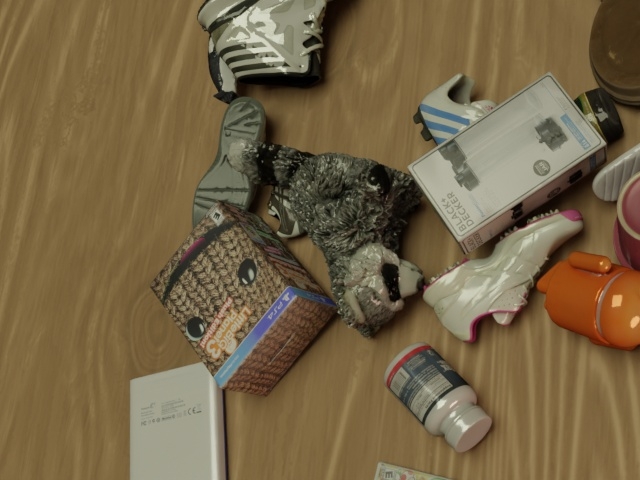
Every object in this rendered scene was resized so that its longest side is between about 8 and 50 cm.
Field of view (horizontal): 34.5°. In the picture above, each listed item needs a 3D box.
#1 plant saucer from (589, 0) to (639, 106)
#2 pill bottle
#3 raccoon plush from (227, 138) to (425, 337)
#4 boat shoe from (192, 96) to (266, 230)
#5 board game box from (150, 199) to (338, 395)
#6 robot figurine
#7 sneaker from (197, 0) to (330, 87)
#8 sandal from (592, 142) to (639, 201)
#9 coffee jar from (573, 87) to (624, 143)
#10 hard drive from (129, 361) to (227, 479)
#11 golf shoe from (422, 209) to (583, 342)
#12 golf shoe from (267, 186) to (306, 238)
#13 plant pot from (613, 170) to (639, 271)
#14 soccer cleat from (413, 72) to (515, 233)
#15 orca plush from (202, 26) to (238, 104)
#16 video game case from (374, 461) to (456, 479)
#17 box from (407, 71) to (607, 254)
[{"bbox_3d":[0.567,-0.367,1.764,0.278,0.041,0.278,-26,57,46],"label":"plant saucer"},{"bbox_3d":[0.201,0.268,1.746,0.108,0.108,0.180,-48,56,5],"label":"pill bottle"},{"bbox_3d":[0.000,0.000,1.925,0.446,0.216,0.299,13,84,38],"label":"raccoon plush"},{"bbox_3d":[-0.179,-0.135,2.139,0.118,0.103,0.321,11,82,13],"label":"boat shoe"},{"bbox_3d":[-0.151,0.110,1.972,0.232,0.141,0.291,-51,55,13],"label":"board game box"},{"bbox_3d":[0.451,0.098,1.641,0.219,0.128,0.158,19,104,54],"label":"robot figurine"},{"bbox_3d":[-0.009,-0.472,2.161,0.447,0.169,0.258,-29,85,3],"label":"sneaker"},{"bbox_3d":[0.563,-0.163,1.709,0.265,0.102,0.076,-28,37,11],"label":"sandal"},{"bbox_3d":[0.432,-0.191,1.810,0.184,0.079,0.096,-25,61,19],"label":"coffee jar"},{"bbox_3d":[-0.279,0.409,2.006,0.210,0.040,0.319,-16,64,24],"label":"hard drive"},{"bbox_3d":[0.330,0.062,1.767,0.306,0.115,0.140,-34,73,17],"label":"golf shoe"},{"bbox_3d":[-0.075,-0.095,2.066,0.093,0.077,0.198,-28,59,18],"label":"golf shoe"},{"bbox_3d":[0.550,-0.027,1.618,0.201,0.180,0.201,-12,65,27],"label":"plant pot"},{"bbox_3d":[0.282,-0.167,1.856,0.143,0.116,0.331,-43,54,25],"label":"soccer cleat"},{"bbox_3d":[-0.189,-0.401,2.265,0.151,0.102,0.287,-1,68,-18],"label":"orca plush"},{"bbox_3d":[0.163,0.504,1.725,0.206,0.026,0.227,7,75,31],"label":"video game case"},{"bbox_3d":[0.313,-0.127,1.731,0.290,0.087,0.169,-33,69,5],"label":"box"}]
